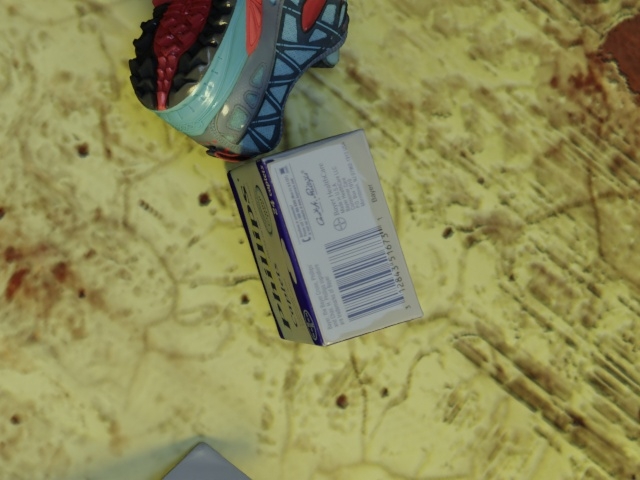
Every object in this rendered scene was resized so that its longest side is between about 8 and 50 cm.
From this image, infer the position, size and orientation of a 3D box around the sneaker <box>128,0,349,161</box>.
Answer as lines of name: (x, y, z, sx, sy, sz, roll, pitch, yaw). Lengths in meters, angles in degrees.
sneaker: (-0.032, -0.170, 1.165, 0.125, 0.104, 0.262, 43, 65, -41)

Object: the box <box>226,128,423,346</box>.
box: (0.000, 0.000, 1.129, 0.072, 0.137, 0.126, -18, 92, -12)

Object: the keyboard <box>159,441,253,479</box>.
keyboard: (-0.131, 0.227, 1.093, 0.072, 0.014, 0.256, 32, 52, 21)
